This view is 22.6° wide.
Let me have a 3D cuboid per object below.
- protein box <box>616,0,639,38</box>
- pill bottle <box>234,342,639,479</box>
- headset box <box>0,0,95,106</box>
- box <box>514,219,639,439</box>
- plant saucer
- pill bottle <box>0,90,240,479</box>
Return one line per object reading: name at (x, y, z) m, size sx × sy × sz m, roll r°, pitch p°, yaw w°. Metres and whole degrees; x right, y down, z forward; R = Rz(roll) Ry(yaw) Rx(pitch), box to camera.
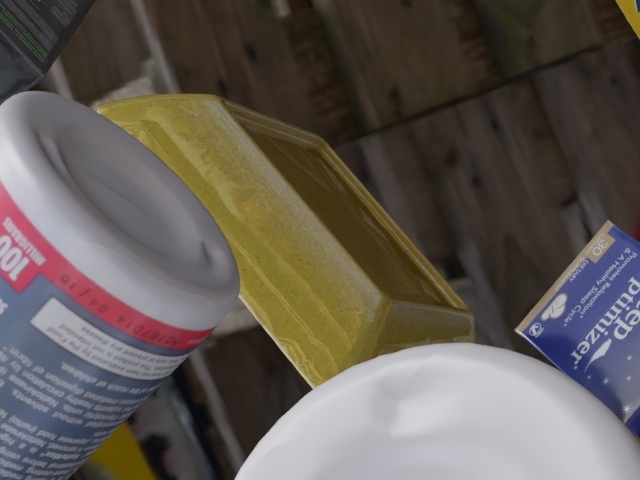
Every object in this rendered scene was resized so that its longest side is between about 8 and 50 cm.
protein box at (0.270, -0.242, 1.050) m, size 0.136 × 0.200 × 0.201 m, roll -3°, pitch 70°, yaw 26°
pill bottle at (0.126, 0.220, 0.836) m, size 0.224 × 0.392 × 0.224 m, roll -12°, pitch 61°, yaw 24°
headset box at (-0.358, -0.165, 1.490) m, size 0.246 × 0.283 × 0.131 m, roll -36°, pitch 108°, yaw 20°
box at (0.277, 0.083, 1.402) m, size 0.136 × 0.036 × 0.225 m, roll -50°, pitch 35°, yaw 3°
plant saucer at (0.000, 0.000, 1.380) m, size 0.081 × 0.333 × 0.333 m, roll -44°, pitch 71°, yaw 12°
pill bottle at (-0.125, 0.044, 0.578) m, size 0.180 × 0.108 × 0.108 m, roll -46°, pitch 71°, yaw 16°
